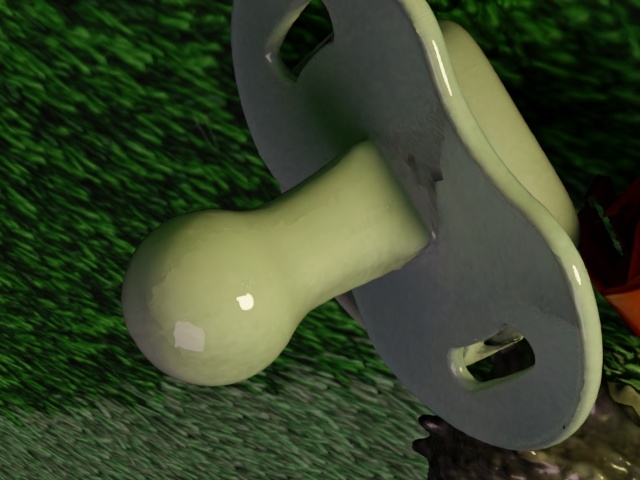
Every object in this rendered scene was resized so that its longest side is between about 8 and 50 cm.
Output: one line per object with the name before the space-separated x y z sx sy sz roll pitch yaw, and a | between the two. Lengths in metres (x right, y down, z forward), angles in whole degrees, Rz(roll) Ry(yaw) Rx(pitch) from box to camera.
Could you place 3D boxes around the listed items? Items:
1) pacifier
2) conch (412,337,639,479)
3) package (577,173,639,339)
pacifier | 0.000 0.000 0.728 0.299 0.233 0.244 60 149 5
conch | 0.191 0.183 0.987 0.241 0.186 0.313 -2 121 31
package | 0.303 0.016 0.658 0.196 0.123 0.424 46 145 -21
